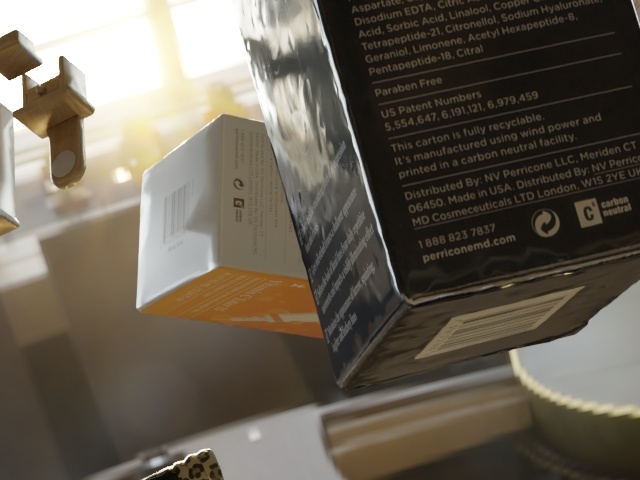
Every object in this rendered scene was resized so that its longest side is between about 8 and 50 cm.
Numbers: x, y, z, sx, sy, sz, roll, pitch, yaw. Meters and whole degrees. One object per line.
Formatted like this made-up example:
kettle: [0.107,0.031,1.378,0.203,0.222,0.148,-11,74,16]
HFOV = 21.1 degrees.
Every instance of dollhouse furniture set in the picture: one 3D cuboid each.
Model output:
dollhouse furniture set: [-0.465,-0.144,1.838,0.303,0.355,0.174,-23,-127,21]

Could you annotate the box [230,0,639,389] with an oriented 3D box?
box: [0.079,-0.125,1.242,0.212,0.396,0.293,-13,167,-11]

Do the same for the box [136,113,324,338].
box: [0.000,0.000,1.877,0.345,0.168,0.215,9,161,-26]

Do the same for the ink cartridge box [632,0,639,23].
ink cartridge box: [0.378,-0.256,1.985,0.083,0.048,0.028,43,-143,15]

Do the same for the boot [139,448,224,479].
boot: [-0.150,0.286,1.458,0.178,0.236,0.085,-21,-138,-12]
